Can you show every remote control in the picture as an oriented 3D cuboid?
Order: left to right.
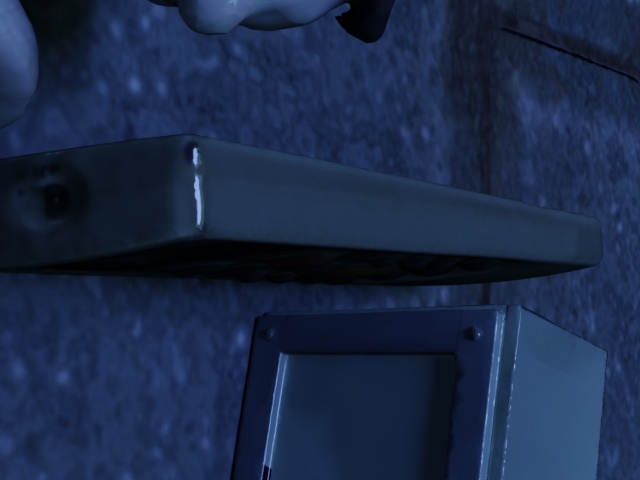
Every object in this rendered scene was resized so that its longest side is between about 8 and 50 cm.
[{"bbox_3d":[0.000,0.000,0.563,0.285,0.123,0.038,8,79,-54],"label":"remote control"}]

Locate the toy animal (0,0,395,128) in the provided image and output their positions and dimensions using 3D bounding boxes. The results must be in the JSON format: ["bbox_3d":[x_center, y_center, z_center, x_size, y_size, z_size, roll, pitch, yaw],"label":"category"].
[{"bbox_3d":[-0.098,-0.135,0.391,0.289,0.249,0.174,-7,54,-18],"label":"toy animal"}]

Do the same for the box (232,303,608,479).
[{"bbox_3d":[0.032,0.144,0.581,0.086,0.129,0.225,26,67,-48],"label":"box"}]
